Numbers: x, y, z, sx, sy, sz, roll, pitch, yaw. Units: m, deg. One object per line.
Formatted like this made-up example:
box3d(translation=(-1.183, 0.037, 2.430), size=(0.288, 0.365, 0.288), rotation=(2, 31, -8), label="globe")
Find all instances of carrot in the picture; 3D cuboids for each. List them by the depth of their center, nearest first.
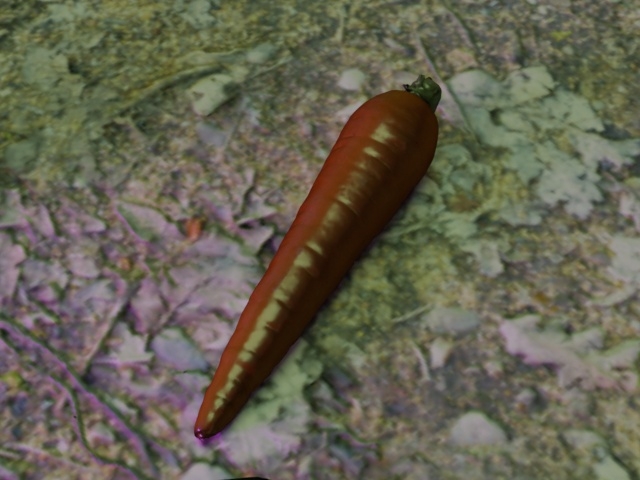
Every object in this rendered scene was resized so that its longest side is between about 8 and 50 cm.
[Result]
box3d(translation=(0.000, 0.000, 1.032), size=(0.069, 0.069, 0.336), rotation=(24, 58, 19), label="carrot")

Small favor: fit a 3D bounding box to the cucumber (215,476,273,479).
box3d(translation=(-0.043, 0.230, 0.799), size=(0.191, 0.130, 0.191), rotation=(-2, 53, 3), label="cucumber")
